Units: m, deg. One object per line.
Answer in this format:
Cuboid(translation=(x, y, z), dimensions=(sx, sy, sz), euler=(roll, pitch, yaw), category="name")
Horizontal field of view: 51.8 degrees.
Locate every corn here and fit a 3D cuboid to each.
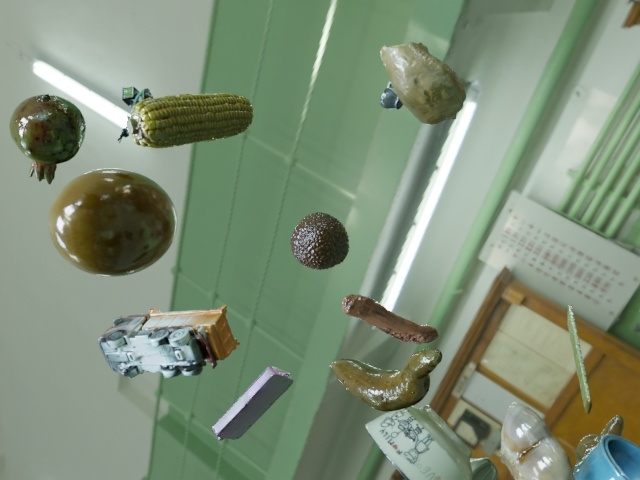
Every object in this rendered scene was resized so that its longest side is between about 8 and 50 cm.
Cuboid(translation=(-0.201, -0.190, 1.032), dimensions=(0.238, 0.080, 0.080), euler=(-19, -43, -48), category="corn")

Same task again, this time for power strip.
Cuboid(translation=(-0.194, 0.475, 1.913), dimensions=(0.279, 0.037, 0.109), euler=(-47, -38, 7), category="power strip")

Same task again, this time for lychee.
Cuboid(translation=(-0.003, 0.000, 2.061), dimensions=(0.194, 0.194, 0.194), euler=(-47, -23, -27), category="lychee")

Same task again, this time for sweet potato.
Cuboid(translation=(0.126, 0.257, 1.195), dimensions=(0.079, 0.108, 0.346), euler=(-47, 11, -31), category="sweet potato")
Cuboid(translation=(0.656, 0.495, 1.567), dimensions=(0.075, 0.075, 0.269), euler=(-45, -26, -33), category="sweet potato")

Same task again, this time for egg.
Cuboid(translation=(-0.534, -0.046, 1.724), dimensions=(0.351, 0.282, 0.283), euler=(-4, -57, -63), category="egg")

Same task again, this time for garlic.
Cuboid(translation=(0.396, 0.383, 1.203), dimensions=(0.099, 0.174, 0.124), euler=(-19, -50, -16), category="garlic")

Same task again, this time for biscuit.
Cuboid(translation=(0.602, 0.278, 1.534), dimensions=(0.139, 0.016, 0.231), euler=(53, -149, -59), category="biscuit")

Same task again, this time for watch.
Cuboid(translation=(0.552, 0.448, 1.189), dimensions=(0.193, 0.211, 0.211), euler=(-91, 21, -63), category="watch")

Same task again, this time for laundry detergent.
Cuboid(translation=(0.423, 0.741, 2.047), dimensions=(0.181, 0.091, 0.253), euler=(-36, 1, -30), category="laundry detergent")

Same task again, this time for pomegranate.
Cuboid(translation=(-0.590, -0.220, 1.426), dimensions=(0.159, 0.159, 0.205), euler=(-30, -33, -53), category="pomegranate")

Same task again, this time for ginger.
Cuboid(translation=(0.248, -0.368, 1.550), dimensions=(0.138, 0.267, 0.152), euler=(-30, 27, 27), category="ginger")

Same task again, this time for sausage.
Cuboid(translation=(0.195, 0.226, 1.853), dimensions=(0.078, 0.304, 0.078), euler=(-57, 16, 26), category="sausage")

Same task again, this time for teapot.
Cuboid(translation=(0.216, -0.423, 1.933), dimensions=(0.066, 0.057, 0.088), euler=(-36, -37, -39), category="teapot")

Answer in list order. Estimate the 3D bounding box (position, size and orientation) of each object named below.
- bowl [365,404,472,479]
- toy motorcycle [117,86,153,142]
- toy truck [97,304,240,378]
Cuboid(translation=(0.212, 0.416, 1.306), dimensions=(0.126, 0.238, 0.238), euler=(-43, -22, -5), category="bowl")
Cuboid(translation=(-0.485, -0.329, 1.760), dimensions=(0.058, 0.100, 0.173), euler=(48, -142, -69), category="toy motorcycle")
Cuboid(translation=(-0.318, 0.207, 1.370), dimensions=(0.135, 0.270, 0.114), euler=(-57, -44, -58), category="toy truck")
